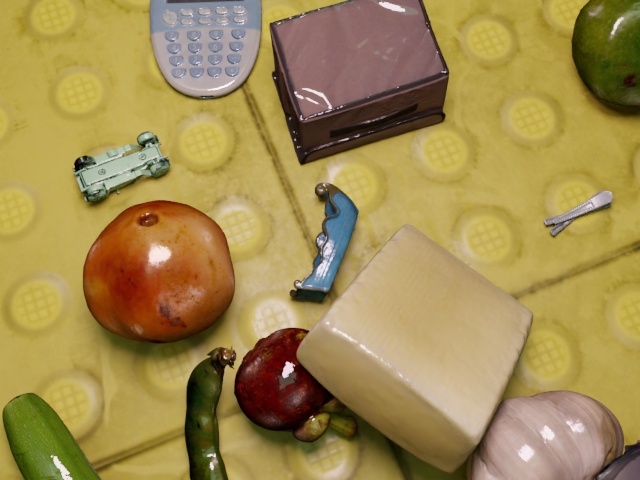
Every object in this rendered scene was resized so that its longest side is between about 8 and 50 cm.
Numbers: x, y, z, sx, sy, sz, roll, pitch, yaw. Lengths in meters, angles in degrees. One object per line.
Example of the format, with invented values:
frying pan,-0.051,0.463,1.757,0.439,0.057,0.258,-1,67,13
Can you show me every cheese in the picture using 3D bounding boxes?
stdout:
cheese,0.133,0.131,0.927,0.242,0.124,0.265,33,41,11

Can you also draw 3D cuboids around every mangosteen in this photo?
mangosteen,-0.034,0.212,0.954,0.146,0.156,0.181,-25,88,-32

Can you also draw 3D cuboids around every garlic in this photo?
garlic,0.282,0.286,0.909,0.228,0.228,0.152,-35,53,-10

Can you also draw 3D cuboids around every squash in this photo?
squash,-0.344,0.327,0.945,0.082,0.082,0.292,-37,77,-11

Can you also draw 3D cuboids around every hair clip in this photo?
hair clip,0.404,-0.047,1.094,0.115,0.039,0.030,-28,70,-6

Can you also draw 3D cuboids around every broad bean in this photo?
broad bean,-0.138,0.284,0.942,0.049,0.144,0.291,-5,90,-37

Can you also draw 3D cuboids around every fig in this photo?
fig,0.494,-0.330,1.137,0.203,0.235,0.203,-1,116,-1

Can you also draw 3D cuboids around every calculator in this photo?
calculator,-0.194,-0.381,1.187,0.188,0.042,0.302,-2,73,0

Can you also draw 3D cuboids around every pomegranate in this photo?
pomegranate,-0.225,0.041,0.977,0.209,0.209,0.209,0,73,-1

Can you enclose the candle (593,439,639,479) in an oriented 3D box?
candle,0.414,0.395,0.829,0.221,0.342,0.221,-9,49,10

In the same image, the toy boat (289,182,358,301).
toy boat,0.000,0.000,1.053,0.077,0.075,0.185,23,71,-2

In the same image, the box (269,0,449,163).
box,0.060,-0.261,1.096,0.252,0.153,0.188,-16,73,-4

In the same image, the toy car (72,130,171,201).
toy car,-0.311,-0.113,1.097,0.143,0.054,0.073,-25,76,-12
